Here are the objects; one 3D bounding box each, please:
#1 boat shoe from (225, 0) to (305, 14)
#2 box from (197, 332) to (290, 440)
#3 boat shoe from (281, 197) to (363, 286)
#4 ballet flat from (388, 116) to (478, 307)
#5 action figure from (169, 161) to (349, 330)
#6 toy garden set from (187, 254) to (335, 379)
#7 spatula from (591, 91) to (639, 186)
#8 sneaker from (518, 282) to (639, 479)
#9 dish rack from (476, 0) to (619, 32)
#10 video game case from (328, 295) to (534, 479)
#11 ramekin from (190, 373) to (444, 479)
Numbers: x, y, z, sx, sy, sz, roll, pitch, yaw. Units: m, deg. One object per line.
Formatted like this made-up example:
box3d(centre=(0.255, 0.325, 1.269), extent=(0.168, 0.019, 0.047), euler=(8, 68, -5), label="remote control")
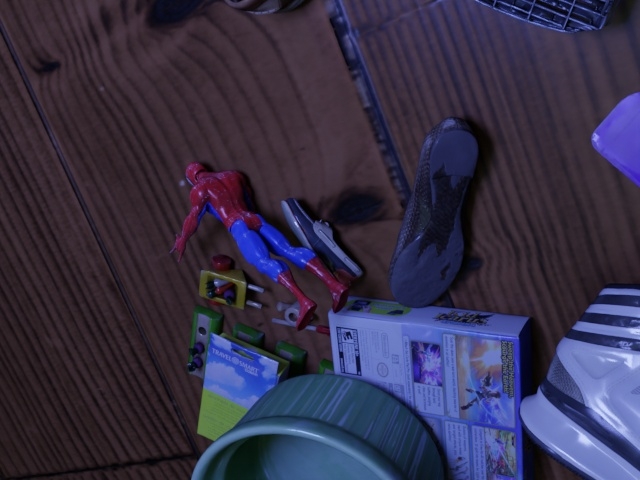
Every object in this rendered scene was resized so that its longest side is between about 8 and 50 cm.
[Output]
box3d(centre=(-0.027, -0.381, 0.947), extent=(0.123, 0.120, 0.323), euler=(27, 121, 15), label="boat shoe")
box3d(centre=(-0.105, 0.207, 1.236), extent=(0.109, 0.042, 0.178), euler=(21, 121, 17), label="box")
box3d(centre=(0.000, 0.000, 1.147), extent=(0.043, 0.049, 0.137), euler=(-35, 90, -8), label="boat shoe")
box3d(centre=(0.129, -0.031, 1.060), extent=(0.084, 0.058, 0.249), euler=(1, 123, -10), label="ballet flat")
box3d(centre=(-0.094, 0.017, 1.159), extent=(0.280, 0.092, 0.139), euler=(48, 138, 24), label="action figure")
box3d(centre=(-0.078, 0.146, 1.246), extent=(0.244, 0.049, 0.203), euler=(20, 119, 19), label="toy garden set")
box3d(centre=(0.410, -0.037, 0.916), extent=(0.296, 0.030, 0.084), euler=(40, 122, 8), label="spatula")
box3d(centre=(0.433, 0.186, 0.865), extent=(0.448, 0.169, 0.257), euler=(32, 106, 25), label="sneaker")
box3d(centre=(0.232, -0.342, 0.858), extent=(0.208, 0.074, 0.271), euler=(28, 123, 17), label="dish rack")
box3d(centre=(0.142, 0.212, 1.150), extent=(0.244, 0.061, 0.269), euler=(6, 114, 28), label="video game case")
box3d(centre=(0.007, 0.312, 1.125), extent=(0.304, 0.148, 0.303), euler=(10, 118, 18), label="ramekin")
